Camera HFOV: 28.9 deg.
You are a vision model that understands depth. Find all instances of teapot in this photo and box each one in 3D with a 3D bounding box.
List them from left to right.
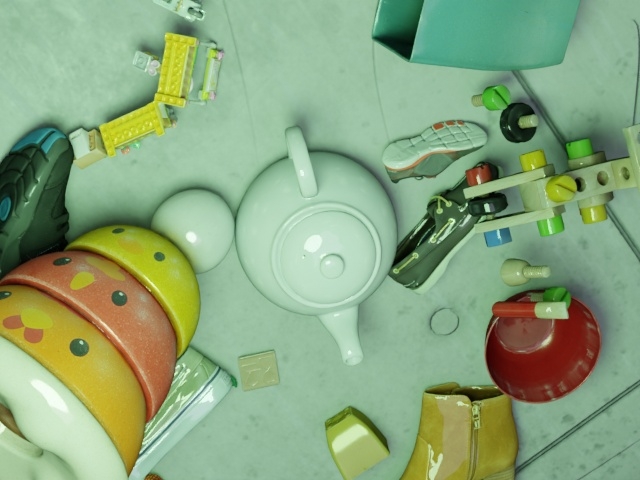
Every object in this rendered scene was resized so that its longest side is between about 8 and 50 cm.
[{"bbox_3d":[0.000,0.000,1.738,0.256,0.187,0.252,29,102,-16],"label":"teapot"}]

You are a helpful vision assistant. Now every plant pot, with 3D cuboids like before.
[{"bbox_3d":[0.048,0.306,1.911,0.081,0.081,0.083,-34,99,3],"label":"plant pot"},{"bbox_3d":[0.218,-0.318,1.683,0.234,0.166,0.165,7,108,-20],"label":"plant pot"}]

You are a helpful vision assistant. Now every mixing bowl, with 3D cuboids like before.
[{"bbox_3d":[0.324,0.145,1.886,0.181,0.098,0.181,-3,110,-7],"label":"mixing bowl"}]

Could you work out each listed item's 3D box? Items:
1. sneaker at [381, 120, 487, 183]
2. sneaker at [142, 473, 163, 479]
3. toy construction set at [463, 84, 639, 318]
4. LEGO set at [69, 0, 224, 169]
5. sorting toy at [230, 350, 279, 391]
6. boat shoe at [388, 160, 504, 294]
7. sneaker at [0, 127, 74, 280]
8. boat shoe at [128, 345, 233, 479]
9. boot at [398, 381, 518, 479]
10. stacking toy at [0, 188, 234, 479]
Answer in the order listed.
[{"bbox_3d":[0.166,-0.124,1.801,0.158,0.061,0.065,-15,137,-3],"label":"sneaker"},{"bbox_3d":[-0.236,0.432,1.926,0.067,0.064,0.175,-31,107,23],"label":"sneaker"},{"bbox_3d":[0.351,-0.041,1.694,0.257,0.237,0.309,14,81,-32],"label":"toy construction set"},{"bbox_3d":[-0.220,-0.198,1.701,0.132,0.107,0.287,38,107,16],"label":"LEGO set"},{"bbox_3d":[-0.107,0.200,1.882,0.083,0.012,0.062,-11,115,-9],"label":"sorting toy"},{"bbox_3d":[0.180,-0.025,1.813,0.068,0.081,0.228,29,105,-21],"label":"boat shoe"},{"bbox_3d":[-0.399,0.004,1.730,0.139,0.125,0.341,12,111,-34],"label":"sneaker"},{"bbox_3d":[-0.264,0.284,1.851,0.302,0.109,0.094,-45,94,-2],"label":"boat shoe"},{"bbox_3d":[0.165,0.335,1.935,0.295,0.104,0.211,-11,105,-10],"label":"boot"},{"bbox_3d":[-0.282,0.092,1.645,0.350,0.350,0.480,53,53,-20],"label":"stacking toy"}]
